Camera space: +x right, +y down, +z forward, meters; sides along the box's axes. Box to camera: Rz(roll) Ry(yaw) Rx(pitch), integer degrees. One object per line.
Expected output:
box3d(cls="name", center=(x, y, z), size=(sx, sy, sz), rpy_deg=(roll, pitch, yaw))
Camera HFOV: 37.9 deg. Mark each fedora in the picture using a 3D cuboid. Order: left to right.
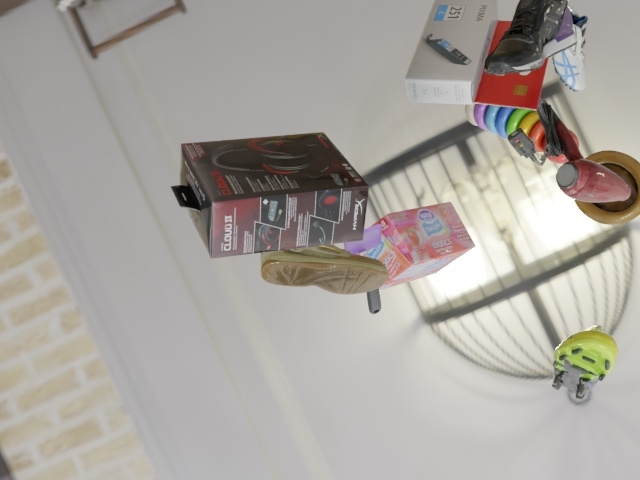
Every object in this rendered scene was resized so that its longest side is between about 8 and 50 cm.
box3d(cls="fedora", center=(0.722, -0.128, 2.312), size=(0.194, 0.194, 0.079), rpy_deg=(-25, 166, 20))

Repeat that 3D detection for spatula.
box3d(cls="spatula", center=(0.101, 0.068, 1.969), size=(0.084, 0.030, 0.296), rpy_deg=(-20, 137, -7))

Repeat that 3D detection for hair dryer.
box3d(cls="hair dryer", center=(0.502, -0.174, 1.827), size=(0.080, 0.293, 0.223), rpy_deg=(-38, -166, 44))

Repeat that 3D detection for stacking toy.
box3d(cls="stacking toy", center=(0.523, -0.292, 2.384), size=(0.141, 0.330, 0.141), rpy_deg=(-22, 134, -25))

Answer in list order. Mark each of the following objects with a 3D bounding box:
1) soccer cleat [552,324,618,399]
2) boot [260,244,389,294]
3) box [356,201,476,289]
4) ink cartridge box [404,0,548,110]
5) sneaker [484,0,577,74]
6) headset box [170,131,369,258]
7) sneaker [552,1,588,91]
box3d(cls="soccer cleat", center=(0.449, 0.184, 1.579), size=(0.121, 0.093, 0.289), rpy_deg=(-62, 165, -15))
box3d(cls="boot", center=(0.000, 0.000, 1.837), size=(0.262, 0.203, 0.095), rpy_deg=(6, 138, -18))
box3d(cls="box", center=(0.231, 0.011, 2.316), size=(0.154, 0.142, 0.300), rpy_deg=(-37, 164, 37))
box3d(cls="ink cartridge box", center=(0.334, -0.391, 1.914), size=(0.261, 0.066, 0.296), rpy_deg=(6, -131, 18))
box3d(cls="sneaker", center=(0.378, -0.393, 1.728), size=(0.107, 0.124, 0.283), rpy_deg=(3, -154, 38))
box3d(cls="headset box", center=(-0.097, -0.080, 1.549), size=(0.293, 0.110, 0.218), rpy_deg=(-7, -148, -19))
box3d(cls="sneaker", center=(0.523, -0.415, 1.944), size=(0.086, 0.237, 0.085), rpy_deg=(-6, -144, 32))
